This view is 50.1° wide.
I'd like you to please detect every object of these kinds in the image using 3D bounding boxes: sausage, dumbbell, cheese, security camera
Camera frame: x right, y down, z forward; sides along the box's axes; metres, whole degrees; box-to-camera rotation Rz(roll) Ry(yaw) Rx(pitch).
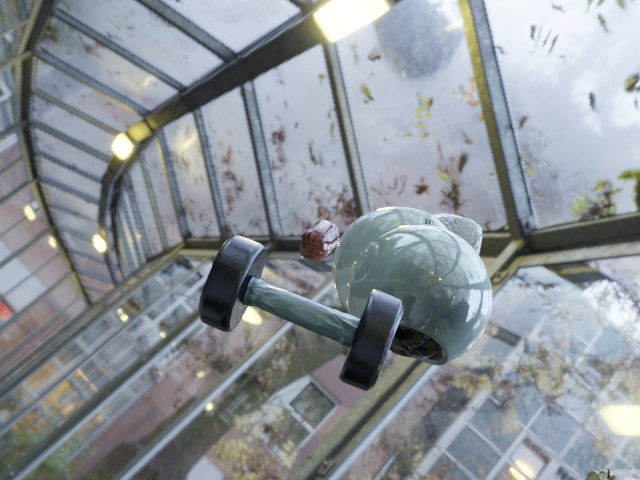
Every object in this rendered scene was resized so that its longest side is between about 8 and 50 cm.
[{"bbox_3d":[0.000,0.000,1.521,0.076,0.141,0.076,5,-73,18],"label":"sausage"},{"bbox_3d":[-0.019,0.072,0.694,0.191,0.100,0.100,22,-28,7],"label":"dumbbell"},{"bbox_3d":[0.180,0.035,1.231,0.154,0.197,0.189,-103,-173,-46],"label":"cheese"},{"bbox_3d":[0.127,0.061,0.911,0.195,0.194,0.236,56,-4,-18],"label":"security camera"}]

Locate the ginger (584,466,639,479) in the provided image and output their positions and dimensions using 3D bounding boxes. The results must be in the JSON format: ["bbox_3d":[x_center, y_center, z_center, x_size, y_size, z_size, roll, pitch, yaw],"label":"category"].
[{"bbox_3d":[0.483,0.444,1.028,0.236,0.166,0.376,-1,-32,6],"label":"ginger"}]
